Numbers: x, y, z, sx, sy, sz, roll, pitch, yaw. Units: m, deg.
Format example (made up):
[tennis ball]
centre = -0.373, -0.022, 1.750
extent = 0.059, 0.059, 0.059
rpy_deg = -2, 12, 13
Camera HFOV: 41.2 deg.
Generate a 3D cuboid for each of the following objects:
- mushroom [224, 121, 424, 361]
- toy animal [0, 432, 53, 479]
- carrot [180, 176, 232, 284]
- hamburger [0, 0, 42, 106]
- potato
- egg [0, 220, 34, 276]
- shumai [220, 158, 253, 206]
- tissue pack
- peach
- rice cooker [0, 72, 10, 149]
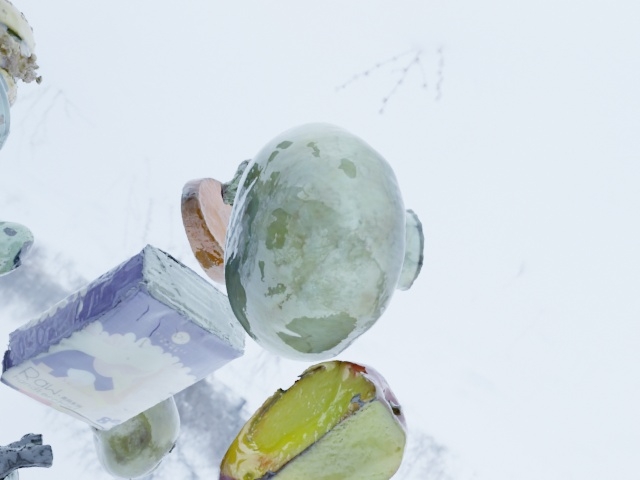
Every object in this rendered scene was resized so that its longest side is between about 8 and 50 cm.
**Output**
[mushroom]
centre = 0.000, 0.000, 1.208
extent = 0.260, 0.352, 0.352
rpy_deg = 5, 177, -19
[toy animal]
centre = -0.376, 0.278, 0.983
extent = 0.121, 0.094, 0.225
rpy_deg = -3, 174, -23
[carrot]
centre = -0.234, -0.024, 2.044
extent = 0.307, 0.100, 0.258
rpy_deg = 56, -159, -46
[hamburger]
centre = -0.808, -0.463, 1.972
extent = 0.287, 0.268, 0.445
rpy_deg = 10, 168, 24
[potato]
centre = -0.423, 0.378, 1.925
extent = 0.202, 0.351, 0.218
rpy_deg = -2, -165, -4
[egg]
centre = -0.507, 0.012, 1.346
extent = 0.085, 0.110, 0.085
rpy_deg = 40, 142, 41
[shumai]
centre = -0.182, -0.120, 1.925
extent = 0.087, 0.124, 0.099
rpy_deg = -9, 145, 8
[tissue pack]
centre = -0.326, 0.172, 1.404
extent = 0.242, 0.343, 0.125
rpy_deg = 40, -151, -38
[peach]
centre = -0.007, 0.276, 1.123
extent = 0.154, 0.267, 0.159
rpy_deg = 46, -173, -25
[rice cooker]
centre = -0.669, -0.212, 1.417
extent = 0.241, 0.227, 0.280
rpy_deg = 44, 124, 1
